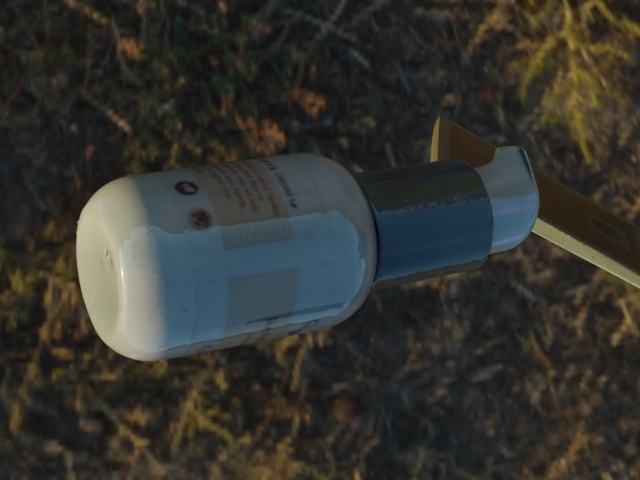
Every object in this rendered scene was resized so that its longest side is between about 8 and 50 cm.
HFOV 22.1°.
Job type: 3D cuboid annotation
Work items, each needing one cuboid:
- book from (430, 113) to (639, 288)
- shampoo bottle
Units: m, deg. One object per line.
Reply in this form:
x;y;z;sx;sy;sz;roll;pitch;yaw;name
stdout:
0.217;-0.039;1.622;0.242;0.170;0.018;29;110;-5;book
0.000;0.000;0.665;0.192;0.074;0.074;-9;132;-26;shampoo bottle
